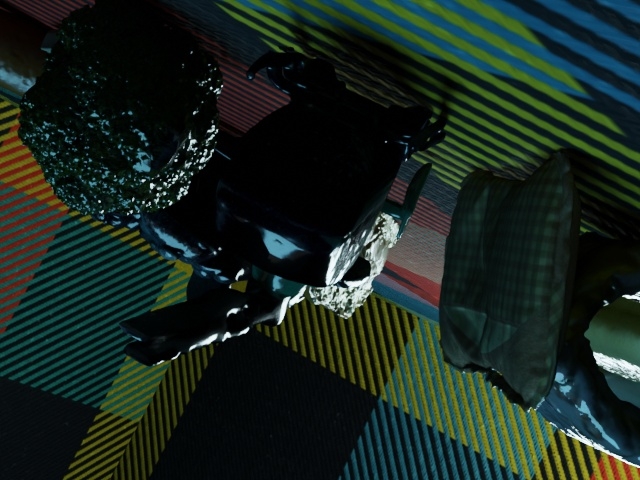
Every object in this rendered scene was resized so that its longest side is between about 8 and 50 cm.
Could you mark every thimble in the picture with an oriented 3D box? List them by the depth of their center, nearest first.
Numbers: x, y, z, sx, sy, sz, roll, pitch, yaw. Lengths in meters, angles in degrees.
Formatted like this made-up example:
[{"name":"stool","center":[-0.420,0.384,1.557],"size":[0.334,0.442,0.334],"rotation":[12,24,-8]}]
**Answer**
[{"name":"thimble","center":[0.191,0.068,0.701],"size":[0.151,0.127,0.118],"rotation":[34,174,-8]}]

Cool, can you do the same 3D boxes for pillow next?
[{"name":"pillow","center":[0.105,0.022,0.678],"size":[0.034,0.135,0.211],"rotation":[5,179,-8]}]

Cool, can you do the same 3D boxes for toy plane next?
[{"name":"toy plane","center":[0.000,-0.024,0.692],"size":[0.106,0.155,0.381],"rotation":[26,-167,5]}]

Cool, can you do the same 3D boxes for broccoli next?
[{"name":"broccoli","center":[-0.133,-0.084,0.800],"size":[0.138,0.146,0.162],"rotation":[34,177,46]}]

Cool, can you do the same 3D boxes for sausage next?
[{"name":"sausage","center":[-0.280,-0.173,1.178],"size":[0.197,0.076,0.076],"rotation":[28,177,-28]}]

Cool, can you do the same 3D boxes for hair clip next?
[{"name":"hair clip","center":[-0.147,-0.048,1.323],"size":[0.206,0.194,0.310],"rotation":[44,170,-32]}]

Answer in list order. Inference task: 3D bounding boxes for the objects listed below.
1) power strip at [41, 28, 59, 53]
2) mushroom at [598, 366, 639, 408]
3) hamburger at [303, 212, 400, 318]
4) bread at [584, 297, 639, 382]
[{"name":"power strip","center":[-0.195,-0.165,1.024],"size":[0.060,0.027,0.252],"rotation":[29,176,-25]},{"name":"mushroom","center":[0.355,0.168,0.971],"size":[0.159,0.122,0.328],"rotation":[9,-179,-16]},{"name":"hamburger","center":[0.000,0.000,1.186],"size":[0.131,0.124,0.262],"rotation":[27,176,12]},{"name":"bread","center":[0.261,0.081,0.920],"size":[0.139,0.060,0.178],"rotation":[28,176,-20]}]
